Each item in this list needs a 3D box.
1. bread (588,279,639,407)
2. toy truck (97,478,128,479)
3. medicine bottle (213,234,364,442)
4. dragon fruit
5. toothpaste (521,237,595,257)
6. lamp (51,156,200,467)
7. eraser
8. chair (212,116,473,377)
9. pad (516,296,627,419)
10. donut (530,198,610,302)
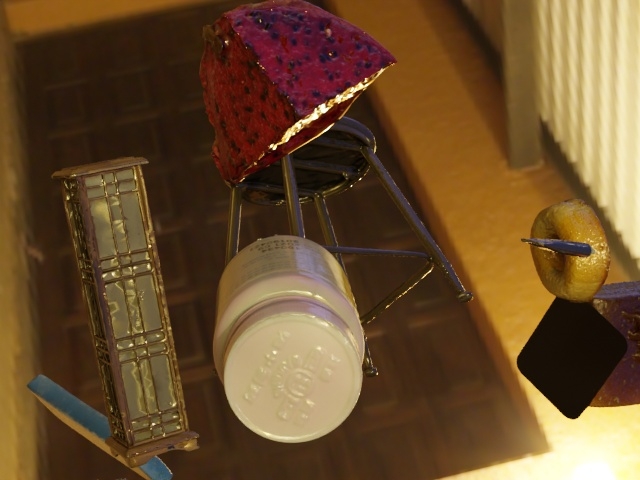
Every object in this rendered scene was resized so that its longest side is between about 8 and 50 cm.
[{"bbox_3d":[0.570,0.202,2.475,0.110,0.184,0.234,-135,-135,-63],"label":"bread"},{"bbox_3d":[-0.192,0.423,1.610,0.272,0.157,0.124,37,-14,-20],"label":"toy truck"},{"bbox_3d":[-0.048,0.133,1.842,0.378,0.214,0.213,-102,-179,-75],"label":"medicine bottle"},{"bbox_3d":[-0.090,-0.214,2.068,0.330,0.302,0.240,-53,-165,33],"label":"dragon fruit"},{"bbox_3d":[0.327,0.009,1.732,0.037,0.140,0.021,11,-88,49],"label":"toothpaste"},{"bbox_3d":[-0.210,0.075,1.391,0.090,0.089,0.325,7,-71,65],"label":"lamp"},{"bbox_3d":[-0.410,0.352,2.377,0.312,0.042,0.144,24,-23,39],"label":"eraser"},{"bbox_3d":[0.000,0.000,2.435,0.362,0.365,0.410,-45,-131,47],"label":"chair"},{"bbox_3d":[0.531,0.254,2.361,0.055,0.323,0.250,-49,168,-46],"label":"pad"},{"bbox_3d":[0.404,0.016,2.120,0.178,0.065,0.162,-118,-146,-45],"label":"donut"}]
